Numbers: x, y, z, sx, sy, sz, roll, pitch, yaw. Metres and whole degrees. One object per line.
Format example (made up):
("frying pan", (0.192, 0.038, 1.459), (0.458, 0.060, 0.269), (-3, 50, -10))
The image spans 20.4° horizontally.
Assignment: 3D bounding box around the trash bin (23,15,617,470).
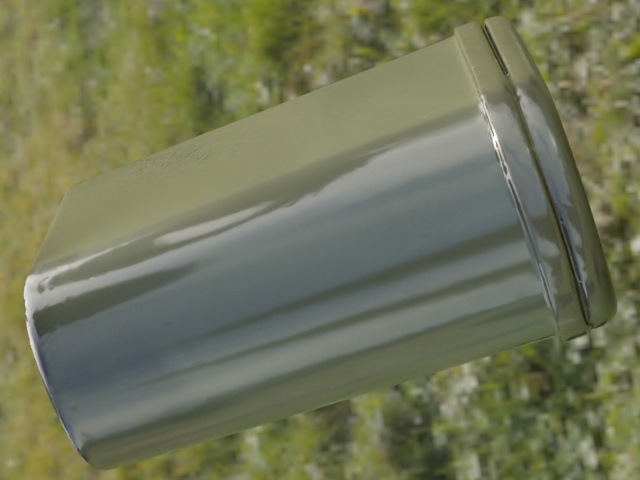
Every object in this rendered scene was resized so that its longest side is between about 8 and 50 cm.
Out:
("trash bin", (0.000, 0.000, 0.847), (0.243, 0.247, 0.121), (-94, -16, -72))
